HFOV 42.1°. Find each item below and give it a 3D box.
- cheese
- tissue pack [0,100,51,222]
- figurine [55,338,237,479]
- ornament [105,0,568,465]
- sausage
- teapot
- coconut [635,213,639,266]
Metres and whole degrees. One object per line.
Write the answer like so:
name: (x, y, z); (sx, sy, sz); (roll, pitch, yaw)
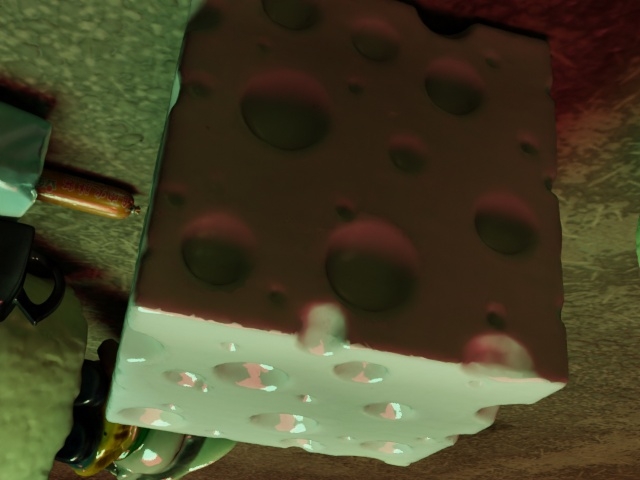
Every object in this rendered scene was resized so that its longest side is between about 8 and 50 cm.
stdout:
cheese: (-0.414, 0.159, 0.881); (0.292, 0.332, 0.153); (19, 164, 35)
tissue pack: (-0.360, -0.079, 0.636); (0.263, 0.089, 0.177); (18, 153, -30)
figurine: (-0.257, 0.221, 1.070); (0.204, 0.185, 0.332); (3, 165, 33)
ornament: (0.000, 0.000, 0.569); (0.239, 0.239, 0.240); (11, 152, -13)
sausage: (-0.214, -0.041, 0.748); (0.107, 0.031, 0.031); (15, 151, -18)
teapot: (-0.294, 0.037, 0.658); (0.177, 0.096, 0.087); (8, 158, -20)
coconut: (0.334, 0.006, 0.583); (0.202, 0.202, 0.222); (10, 151, -12)
